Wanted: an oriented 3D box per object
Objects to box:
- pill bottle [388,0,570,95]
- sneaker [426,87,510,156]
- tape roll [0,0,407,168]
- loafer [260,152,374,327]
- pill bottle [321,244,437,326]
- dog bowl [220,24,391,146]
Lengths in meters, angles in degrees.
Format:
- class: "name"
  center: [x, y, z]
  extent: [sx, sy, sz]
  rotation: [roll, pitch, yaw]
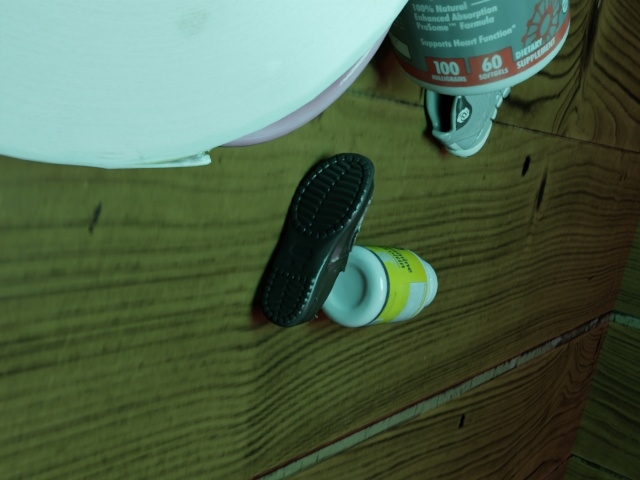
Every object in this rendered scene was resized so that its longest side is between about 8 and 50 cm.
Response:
- class: "pill bottle"
  center: [0.140, -0.348, 0.778]
  extent: [0.210, 0.210, 0.363]
  rotation: [-55, 143, -23]
- class: "sneaker"
  center: [0.216, -0.237, 1.059]
  extent: [0.132, 0.086, 0.229]
  rotation: [15, 95, -54]
- class: "tape roll"
  center: [-0.097, -0.226, 0.325]
  extent: [0.391, 0.072, 0.392]
  rotation: [-12, 115, -27]
- class: "loafer"
  center: [0.000, 0.000, 0.881]
  extent: [0.220, 0.080, 0.078]
  rotation: [-62, 156, -4]
- class: "pill bottle"
  center: [0.082, 0.059, 0.992]
  extent: [0.184, 0.103, 0.103]
  rotation: [3, 104, -56]
- class: "dog bowl"
  center: [-0.073, -0.248, 0.533]
  extent: [0.408, 0.150, 0.408]
  rotation: [-32, 136, -38]
